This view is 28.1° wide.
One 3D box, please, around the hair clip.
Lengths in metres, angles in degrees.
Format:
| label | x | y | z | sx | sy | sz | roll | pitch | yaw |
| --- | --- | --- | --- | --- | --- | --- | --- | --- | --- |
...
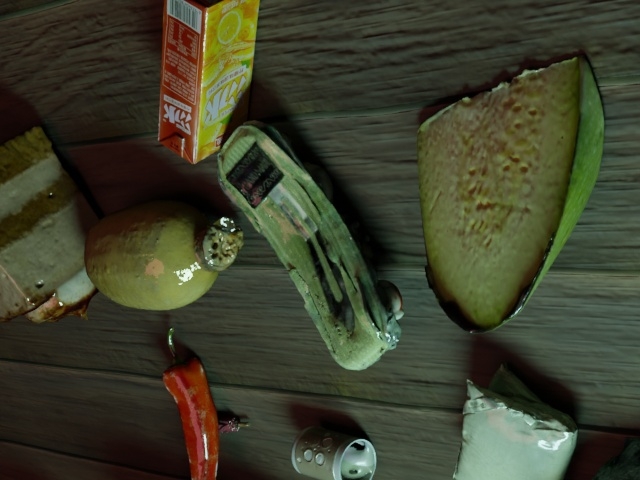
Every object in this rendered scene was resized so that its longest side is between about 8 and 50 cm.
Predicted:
| label | x | y | z | sx | sy | sz | roll | pitch | yaw |
| --- | --- | --- | --- | --- | --- | --- | --- | --- | --- |
| hair clip | 0.001 | -0.001 | 1.530 | 0.321 | 0.091 | 0.138 | 58 | 142 | 12 |

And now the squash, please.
| label | x | y | z | sx | sy | sz | roll | pitch | yaw |
| --- | --- | --- | --- | --- | --- | --- | --- | --- | --- |
| squash | 0.178 | -0.038 | 1.270 | 0.237 | 0.155 | 0.204 | -19 | 104 | 52 |

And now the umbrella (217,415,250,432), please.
| label | x | y | z | sx | sy | sz | roll | pitch | yaw |
| --- | --- | --- | --- | --- | --- | --- | --- | --- | --- |
| umbrella | -0.160 | 0.281 | 1.947 | 0.027 | 0.025 | 0.165 | 45 | 148 | -24 |

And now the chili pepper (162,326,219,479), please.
| label | x | y | z | sx | sy | sz | roll | pitch | yaw |
| --- | --- | --- | --- | --- | --- | --- | --- | --- | --- |
| chili pepper | -0.188 | 0.259 | 1.908 | 0.071 | 0.063 | 0.272 | -6 | 98 | 52 |

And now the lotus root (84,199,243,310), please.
| label | x | y | z | sx | sy | sz | roll | pitch | yaw |
| --- | --- | --- | --- | --- | --- | --- | --- | --- | --- |
| lotus root | -0.232 | 0.020 | 1.744 | 0.303 | 0.131 | 0.146 | -5 | 114 | 47 |

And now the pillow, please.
| label | x | y | z | sx | sy | sz | roll | pitch | yaw |
| --- | --- | --- | --- | --- | --- | --- | --- | --- | --- |
| pillow | 0.224 | 0.245 | 1.483 | 0.134 | 0.078 | 0.181 | 30 | 137 | 27 |

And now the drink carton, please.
| label | x | y | z | sx | sy | sz | roll | pitch | yaw |
| --- | --- | --- | --- | --- | --- | --- | --- | --- | --- |
| drink carton | -0.133 | -0.208 | 1.506 | 0.071 | 0.096 | 0.223 | 33 | 136 | 25 |

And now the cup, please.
| label | x | y | z | sx | sy | sz | roll | pitch | yaw |
| --- | --- | --- | --- | --- | --- | --- | --- | --- | --- |
| cup | 0.014 | 0.309 | 1.738 | 0.099 | 0.074 | 0.102 | 9 | 95 | 44 |

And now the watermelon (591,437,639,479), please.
| label | x | y | z | sx | sy | sz | roll | pitch | yaw |
| --- | --- | --- | --- | --- | --- | --- | --- | --- | --- |
| watermelon | 0.379 | 0.409 | 1.369 | 0.228 | 0.258 | 0.387 | 14 | 84 | 57 |

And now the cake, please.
| label | x | y | z | sx | sy | sz | roll | pitch | yaw |
| --- | --- | --- | --- | --- | --- | --- | --- | --- | --- |
| cake | -0.443 | 0.002 | 1.909 | 0.199 | 0.196 | 0.293 | -23 | 104 | 53 |
